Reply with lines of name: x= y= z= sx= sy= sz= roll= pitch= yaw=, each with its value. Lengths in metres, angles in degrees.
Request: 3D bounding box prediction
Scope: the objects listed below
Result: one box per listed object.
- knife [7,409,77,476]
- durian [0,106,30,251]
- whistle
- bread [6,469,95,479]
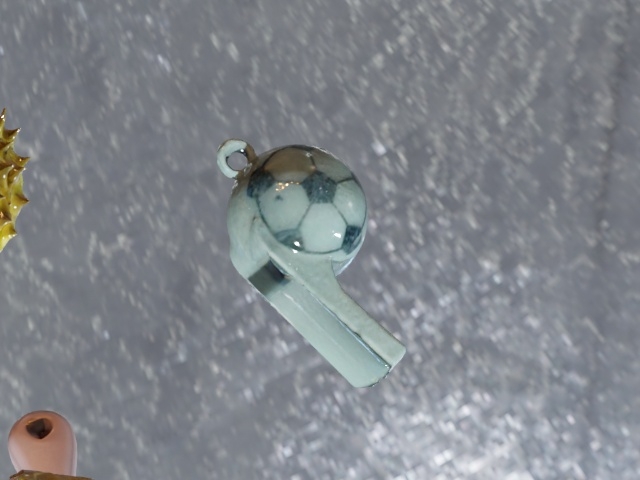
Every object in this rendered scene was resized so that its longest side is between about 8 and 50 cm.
knife: x=-0.273 y=0.313 z=1.842 sx=0.081 sy=0.336 sz=0.043 roll=-5 pitch=141 yaw=-7
durian: x=-0.397 y=-0.038 z=1.810 sx=0.305 sy=0.185 sz=0.196 roll=-39 pitch=98 yaw=-18
whistle: x=0.000 y=0.000 z=1.958 sx=0.289 sy=0.163 sz=0.163 roll=44 pitch=99 yaw=-4
bread: x=-0.240 y=0.288 z=1.478 sx=0.139 sy=0.240 sz=0.240 roll=30 pitch=105 yaw=-19
